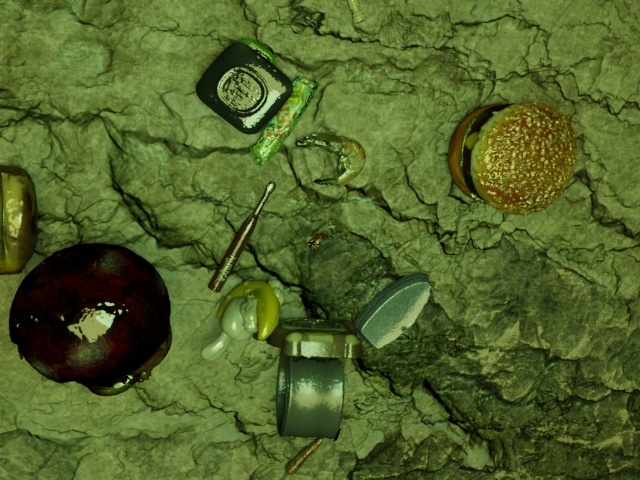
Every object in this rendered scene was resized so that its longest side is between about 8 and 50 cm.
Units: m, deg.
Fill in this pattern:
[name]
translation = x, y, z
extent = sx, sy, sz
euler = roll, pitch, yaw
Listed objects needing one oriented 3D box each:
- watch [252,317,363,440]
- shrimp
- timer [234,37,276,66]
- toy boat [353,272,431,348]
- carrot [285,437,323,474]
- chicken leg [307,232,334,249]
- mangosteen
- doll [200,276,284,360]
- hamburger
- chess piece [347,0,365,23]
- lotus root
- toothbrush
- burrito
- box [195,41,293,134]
[watch]
translation = -0.033, 0.396, 1.495
extent = 0.314, 0.335, 0.326
euler = 4, 90, -11
[shrimp]
translation = 0.025, -0.232, 1.536
extent = 0.217, 0.051, 0.150
euler = 10, 106, -16
[timer]
translation = -0.197, -0.469, 1.451
extent = 0.128, 0.047, 0.140
euler = 31, 94, -13
[toy boat]
translation = 0.232, 0.209, 1.640
extent = 0.283, 0.078, 0.127
euler = -43, 101, 1
[carrot]
translation = -0.051, 0.685, 1.698
extent = 0.165, 0.036, 0.035
euler = -45, 105, -2
[chicken leg]
translation = -0.002, -0.001, 1.586
extent = 0.083, 0.021, 0.036
euler = -31, 94, -8
[mangosteen]
translation = -0.571, 0.196, 1.365
extent = 0.381, 0.421, 0.380
euler = 0, 61, 0
[doll]
translation = -0.209, 0.209, 1.489
extent = 0.237, 0.252, 0.111
euler = -13, 136, 26
[hamburger]
translation = 0.554, -0.238, 1.525
extent = 0.330, 0.250, 0.329
euler = -2, 101, -9
[chess piece]
translation = 0.094, -0.653, 1.477
extent = 0.035, 0.035, 0.092
euler = -22, 100, -6
[lotus root]
translation = -0.820, -0.048, 1.349
extent = 0.193, 0.193, 0.290
euler = 1, 100, -11
[toothbrush]
translation = -0.225, -0.010, 1.535
extent = 0.041, 0.041, 0.363
euler = 28, 94, -14
[burrito]
translation = -0.116, -0.344, 1.484
extent = 0.104, 0.054, 0.288
euler = 32, 93, -14
[box]
translation = -0.203, -0.403, 1.416
extent = 0.212, 0.042, 0.201
euler = 39, 100, -11
